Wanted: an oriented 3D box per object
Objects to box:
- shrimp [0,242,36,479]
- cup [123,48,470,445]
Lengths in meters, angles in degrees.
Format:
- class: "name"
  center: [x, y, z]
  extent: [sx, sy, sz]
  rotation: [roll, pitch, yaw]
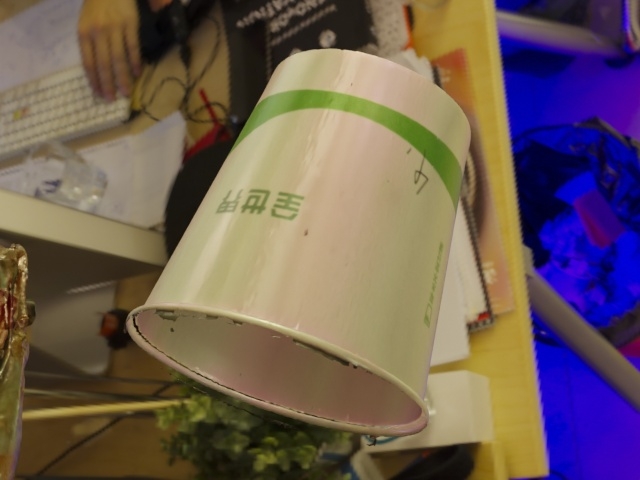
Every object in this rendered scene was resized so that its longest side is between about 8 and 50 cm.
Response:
- class: "shrimp"
  center: [-0.242, 0.110, 0.701]
  extent: [0.062, 0.154, 0.294]
  rotation: [0, 48, -2]
- class: "cup"
  center: [0.000, 0.000, 0.863]
  extent: [0.253, 0.253, 0.274]
  rotation: [2, 63, 36]
